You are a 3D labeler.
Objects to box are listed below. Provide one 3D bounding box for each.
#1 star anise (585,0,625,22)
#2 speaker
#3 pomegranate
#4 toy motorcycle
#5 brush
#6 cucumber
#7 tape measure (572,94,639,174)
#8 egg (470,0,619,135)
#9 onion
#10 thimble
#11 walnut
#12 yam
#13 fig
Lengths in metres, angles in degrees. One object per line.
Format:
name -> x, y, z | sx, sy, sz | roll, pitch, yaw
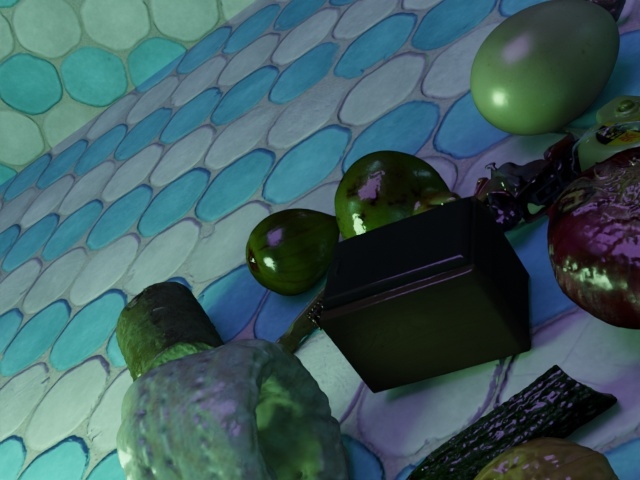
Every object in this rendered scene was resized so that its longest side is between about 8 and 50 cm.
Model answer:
star anise -> 0.441, -0.383, 1.628 | 0.208, 0.063, 0.172 | -8, 39, 51
speaker -> 0.141, 0.075, 1.238 | 0.230, 0.192, 0.153 | -21, 34, 26
pomegranate -> 0.113, -0.046, 1.467 | 0.190, 0.159, 0.241 | -39, 34, 6
toy motorcycle -> 0.305, -0.088, 1.366 | 0.212, 0.084, 0.118 | -36, 27, -6
brush -> -0.029, 0.144, 1.496 | 0.248, 0.043, 0.036 | -47, 28, -10
cucumber -> 0.207, 0.230, 1.065 | 0.265, 0.077, 0.077 | -39, 29, 10
tape measure -> 0.426, -0.117, 1.233 | 0.175, 0.106, 0.200 | -36, 28, -18
egg -> 0.349, -0.272, 1.449 | 0.253, 0.189, 0.188 | -39, 28, -7
onion -> 0.379, -0.003, 1.050 | 0.246, 0.190, 0.246 | -13, 44, 12
thimble -> -0.097, 0.268, 1.171 | 0.195, 0.291, 0.291 | -21, 34, 21
walnut -> 0.214, 0.279, 0.908 | 0.184, 0.155, 0.155 | -39, 29, 5
yam -> -0.253, 0.185, 1.599 | 0.168, 0.168, 0.304 | -43, 30, -2
fig -> 0.000, 0.000, 1.619 | 0.259, 0.151, 0.151 | -20, 23, -19
